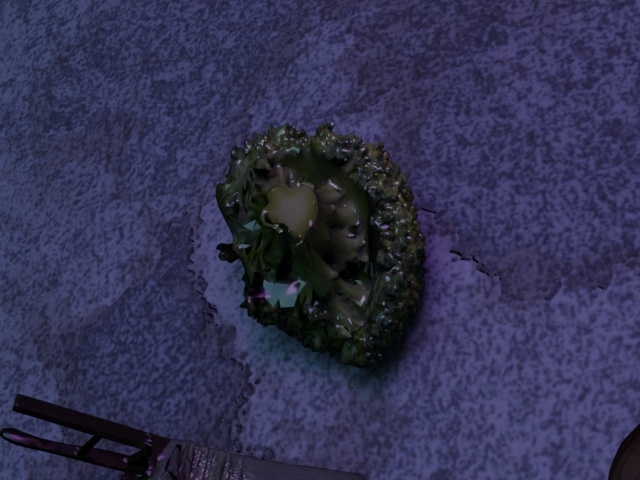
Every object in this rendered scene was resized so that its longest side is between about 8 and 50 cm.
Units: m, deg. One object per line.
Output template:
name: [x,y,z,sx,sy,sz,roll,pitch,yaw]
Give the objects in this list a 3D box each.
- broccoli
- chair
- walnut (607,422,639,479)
broccoli: [0.002,0.002,0.928,0.198,0.176,0.226,-21,40,20]
chair: [-0.139,0.256,0.878,0.186,0.319,0.160,134,150,-57]
walnut: [0.291,0.178,0.702,0.162,0.140,0.140,-25,53,-1]
